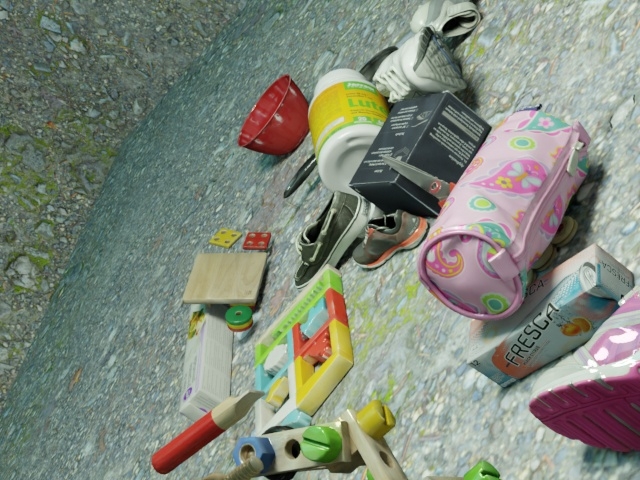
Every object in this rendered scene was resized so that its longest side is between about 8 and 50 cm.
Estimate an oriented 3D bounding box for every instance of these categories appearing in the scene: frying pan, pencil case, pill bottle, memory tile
[{"bbox_3d":[0.060,-0.211,1.965,0.326,0.053,0.197,-63,22,-14],"label":"frying pan"},{"bbox_3d":[0.206,-0.037,1.177,0.124,0.124,0.284,-36,10,44],"label":"pencil case"},{"bbox_3d":[0.051,-0.184,1.784,0.136,0.136,0.246,-47,28,23],"label":"pill bottle"},{"bbox_3d":[0.234,0.020,1.273,0.148,0.012,0.113,-53,20,9],"label":"memory tile"}]

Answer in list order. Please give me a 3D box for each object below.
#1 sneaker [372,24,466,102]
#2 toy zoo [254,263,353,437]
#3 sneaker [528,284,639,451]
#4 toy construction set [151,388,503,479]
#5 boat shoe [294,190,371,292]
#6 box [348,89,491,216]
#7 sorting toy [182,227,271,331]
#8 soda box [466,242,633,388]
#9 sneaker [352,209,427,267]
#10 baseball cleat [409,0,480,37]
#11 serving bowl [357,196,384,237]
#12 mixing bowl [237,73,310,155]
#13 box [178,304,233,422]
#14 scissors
[{"bbox_3d":[0.146,-0.255,1.669,0.129,0.111,0.297,-31,5,11],"label":"sneaker"},{"bbox_3d":[-0.029,0.179,1.601,0.192,0.030,0.293,-48,22,20],"label":"toy zoo"},{"bbox_3d":[0.289,0.094,0.928,0.252,0.103,0.111,-32,26,35],"label":"sneaker"},{"bbox_3d":[0.030,0.228,1.040,0.237,0.309,0.257,-40,33,25],"label":"toy construction set"},{"bbox_3d":[0.000,0.000,1.711,0.219,0.070,0.078,-56,22,39],"label":"boat shoe"},{"bbox_3d":[0.142,-0.123,1.582,0.158,0.093,0.156,-59,20,-11],"label":"box"},{"bbox_3d":[-0.167,0.074,1.964,0.132,0.046,0.275,-1,37,9],"label":"sorting toy"},{"bbox_3d":[0.233,0.081,1.116,0.183,0.058,0.063,-40,25,39],"label":"soda box"},{"bbox_3d":[0.088,-0.011,1.576,0.158,0.065,0.061,-31,32,49],"label":"sneaker"},{"bbox_3d":[0.242,-0.404,1.847,0.109,0.072,0.206,21,59,35],"label":"baseball cleat"},{"bbox_3d":[0.079,-0.041,1.684,0.083,0.027,0.083,-57,20,35],"label":"serving bowl"},{"bbox_3d":[-0.082,-0.246,2.273,0.181,0.098,0.181,-47,21,24],"label":"mixing bowl"},{"bbox_3d":[-0.196,0.195,1.906,0.063,0.067,0.324,-48,22,22],"label":"box"},{"bbox_3d":[0.167,-0.068,1.393,0.109,0.021,0.297,-54,37,19],"label":"scissors"}]
